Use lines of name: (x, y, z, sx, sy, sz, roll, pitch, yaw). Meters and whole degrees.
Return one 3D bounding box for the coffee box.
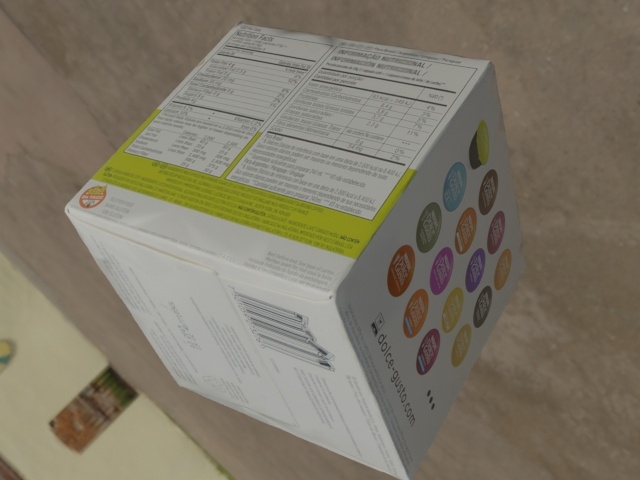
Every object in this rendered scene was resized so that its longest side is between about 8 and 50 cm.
coffee box: (0.000, 0.000, 1.071, 0.338, 0.334, 0.337, 16, 145, 31)
